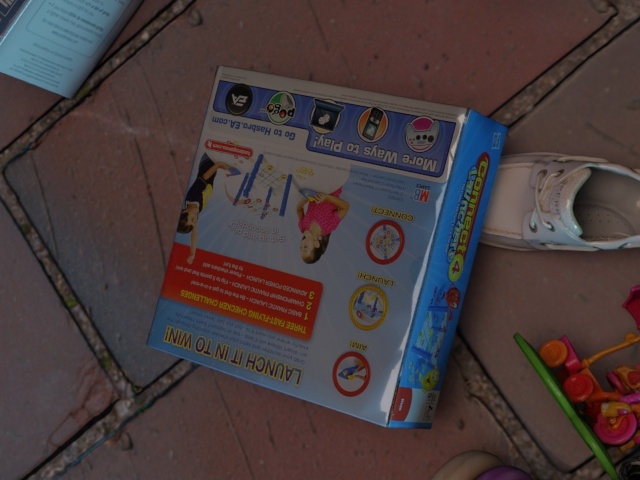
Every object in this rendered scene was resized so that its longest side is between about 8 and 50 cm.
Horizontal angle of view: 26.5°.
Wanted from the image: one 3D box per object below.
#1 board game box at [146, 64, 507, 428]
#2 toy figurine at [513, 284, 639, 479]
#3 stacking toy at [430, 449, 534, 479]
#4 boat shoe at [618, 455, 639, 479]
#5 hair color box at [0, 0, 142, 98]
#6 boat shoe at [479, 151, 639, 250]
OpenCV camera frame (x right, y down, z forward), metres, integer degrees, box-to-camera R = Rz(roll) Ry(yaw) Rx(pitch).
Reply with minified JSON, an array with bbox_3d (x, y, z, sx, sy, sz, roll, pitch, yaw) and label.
[{"bbox_3d":[0.000,0.000,1.346,0.308,0.086,0.302,15,90,34],"label":"board game box"},{"bbox_3d":[0.287,0.111,1.239,0.159,0.130,0.173,-34,41,4],"label":"toy figurine"},{"bbox_3d":[0.243,0.293,1.182,0.330,0.141,0.141,15,90,40],"label":"stacking toy"},{"bbox_3d":[0.327,0.272,1.199,0.065,0.083,0.183,-35,51,-15],"label":"boat shoe"},{"bbox_3d":[-0.245,-0.333,1.460,0.105,0.174,0.347,41,99,21],"label":"hair color box"},{"bbox_3d":[0.240,-0.038,1.286,0.277,0.096,0.098,2,89,22],"label":"boat shoe"}]
